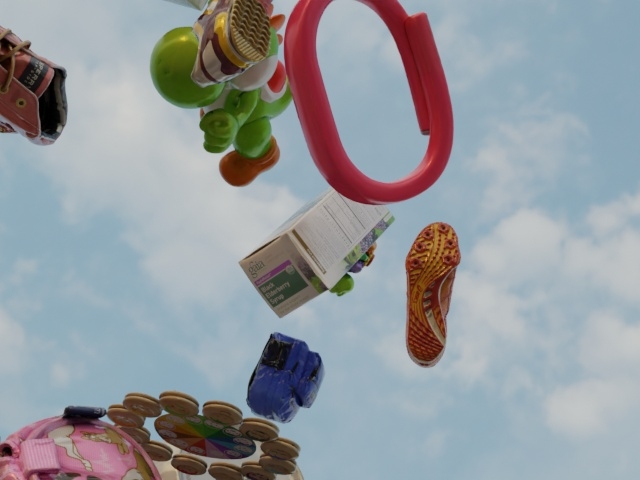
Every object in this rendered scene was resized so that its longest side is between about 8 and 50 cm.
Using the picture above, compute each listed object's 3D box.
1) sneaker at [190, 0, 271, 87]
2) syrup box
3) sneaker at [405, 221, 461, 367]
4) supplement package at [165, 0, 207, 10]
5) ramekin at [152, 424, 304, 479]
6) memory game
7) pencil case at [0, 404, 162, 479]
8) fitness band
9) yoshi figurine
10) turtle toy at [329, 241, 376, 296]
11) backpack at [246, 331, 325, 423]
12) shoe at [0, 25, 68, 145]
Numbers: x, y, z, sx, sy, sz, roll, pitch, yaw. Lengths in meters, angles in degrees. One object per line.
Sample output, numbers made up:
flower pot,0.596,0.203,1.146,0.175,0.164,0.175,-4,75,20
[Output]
sneaker,-0.090,-0.234,1.025,0.084,0.185,0.069,-24,-51,33
syrup box,0.000,0.000,1.353,0.093,0.237,0.096,-33,-83,34
sneaker,0.124,0.062,1.185,0.064,0.175,0.067,11,-17,5
supplement package,-0.274,-0.495,1.484,0.178,0.293,0.175,23,-97,36
ramekin,-0.108,0.288,1.102,0.207,0.207,0.109,38,-57,-5
memory game,-0.109,0.186,0.944,0.186,0.012,0.186,9,-33,6
pencil case,-0.299,0.312,0.876,0.386,0.160,0.167,-44,-105,18
fitness band,0.061,-0.188,1.272,0.054,0.209,0.290,-6,-78,59
yoshi figurine,-0.154,-0.215,1.454,0.204,0.203,0.362,19,-21,8
turtle toy,0.048,0.029,1.660,0.066,0.095,0.130,34,-88,-2
backpack,-0.054,0.215,1.537,0.101,0.120,0.098,15,-29,23
shoe,-0.208,-0.119,0.632,0.081,0.063,0.178,15,-24,2
